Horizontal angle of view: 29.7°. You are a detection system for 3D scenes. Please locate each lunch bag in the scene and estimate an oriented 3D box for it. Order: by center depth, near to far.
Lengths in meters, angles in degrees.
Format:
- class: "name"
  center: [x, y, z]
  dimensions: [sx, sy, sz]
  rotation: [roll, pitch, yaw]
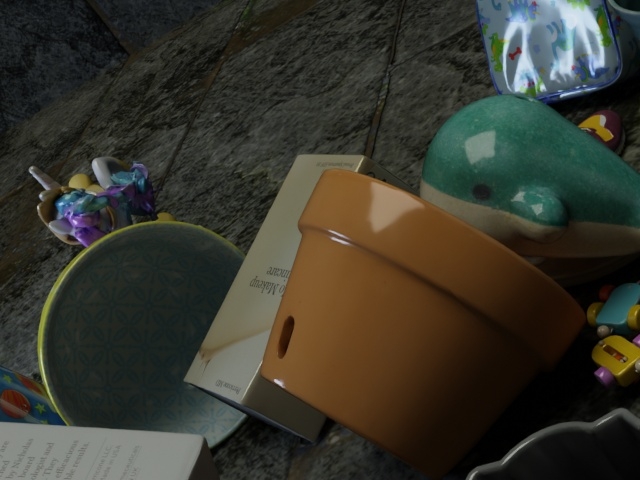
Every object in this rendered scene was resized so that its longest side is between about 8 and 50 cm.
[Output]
- class: "lunch bag"
  center: [0.312, -0.268, 1.562]
  dimensions: [0.090, 0.176, 0.219]
  rotation: [-22, 8, -38]

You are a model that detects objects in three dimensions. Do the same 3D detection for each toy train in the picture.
- class: "toy train"
  center: [0.307, 0.087, 1.092]
  dimensions: [0.125, 0.046, 0.166]
  rotation: [-26, 29, 18]

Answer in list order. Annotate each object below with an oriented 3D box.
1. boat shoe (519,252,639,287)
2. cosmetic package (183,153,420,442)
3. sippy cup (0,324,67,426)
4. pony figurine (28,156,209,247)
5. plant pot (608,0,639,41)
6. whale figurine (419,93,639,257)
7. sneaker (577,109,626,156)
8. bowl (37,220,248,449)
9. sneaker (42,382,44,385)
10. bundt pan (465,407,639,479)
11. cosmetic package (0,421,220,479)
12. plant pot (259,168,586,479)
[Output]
- class: "boat shoe"
  center: [0.231, -0.016, 1.310]
  dimensions: [0.302, 0.098, 0.109]
  rotation: [-8, 37, 48]
- class: "cosmetic package"
  center: [-0.016, 0.059, 1.392]
  dimensions: [0.160, 0.113, 0.309]
  rotation: [5, 65, 59]
- class: "sippy cup"
  center: [-0.403, 0.260, 1.493]
  dimensions: [0.240, 0.224, 0.305]
  rotation: [-31, 35, 30]
- class: "pony figurine"
  center: [-0.270, 0.035, 1.688]
  dimensions: [0.302, 0.351, 0.363]
  rotation: [-32, 6, 4]
- class: "plant pot"
  center: [0.479, -0.253, 1.271]
  dimensions: [0.293, 0.196, 0.293]
  rotation: [-30, 24, 15]
- class: "whale figurine"
  center: [0.233, -0.059, 1.146]
  dimensions: [0.272, 0.141, 0.216]
  rotation: [12, 17, 17]
- class: "sneaker"
  center: [0.291, -0.105, 1.404]
  dimensions: [0.069, 0.084, 0.185]
  rotation: [-6, 39, 50]
- class: "bowl"
  center: [-0.214, 0.118, 1.471]
  dimensions: [0.289, 0.289, 0.156]
  rotation: [-46, 20, -18]
- class: "sneaker"
  center: [-0.377, 0.207, 1.805]
  dimensions: [0.086, 0.064, 0.192]
  rotation: [-21, 28, 48]
- class: "bundt pan"
  center: [0.185, 0.279, 0.797]
  dimensions: [0.331, 0.124, 0.331]
  rotation: [-34, 28, 21]
- class: "cosmetic package"
  center: [-0.313, 0.300, 1.138]
  dimensions: [0.453, 0.230, 0.161]
  rotation: [0, 39, 18]
- class: "plant pot"
  center: [0.077, 0.092, 1.148]
  dimensions: [0.203, 0.291, 0.291]
  rotation: [-59, 28, -8]
